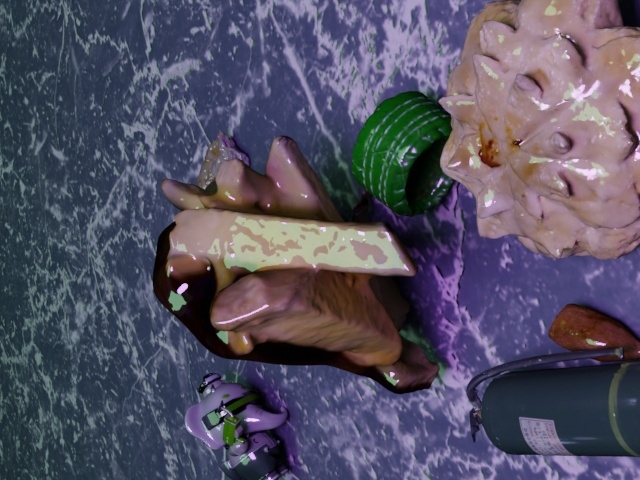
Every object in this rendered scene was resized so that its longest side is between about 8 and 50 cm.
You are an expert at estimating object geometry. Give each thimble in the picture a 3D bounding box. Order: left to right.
[{"bbox_3d":[0.101,-0.095,1.073,0.090,0.118,0.130,42,153,35],"label":"thimble"}]

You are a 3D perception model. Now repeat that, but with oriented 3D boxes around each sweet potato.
[{"bbox_3d":[0.286,0.099,0.936,0.117,0.049,0.049,19,113,38],"label":"sweet potato"}]

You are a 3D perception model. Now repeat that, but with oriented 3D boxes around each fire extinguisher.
[{"bbox_3d":[0.241,0.172,0.965,0.294,0.093,0.118,-17,110,54],"label":"fire extinguisher"}]

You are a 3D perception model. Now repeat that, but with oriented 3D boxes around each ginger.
[{"bbox_3d":[0.000,0.000,1.088,0.211,0.358,0.413,-61,23,21],"label":"ginger"}]

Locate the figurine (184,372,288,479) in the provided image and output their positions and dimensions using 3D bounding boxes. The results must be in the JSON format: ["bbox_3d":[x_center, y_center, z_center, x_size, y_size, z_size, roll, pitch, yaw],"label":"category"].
[{"bbox_3d":[-0.121,0.282,1.430,0.192,0.147,0.126,52,121,15],"label":"figurine"}]

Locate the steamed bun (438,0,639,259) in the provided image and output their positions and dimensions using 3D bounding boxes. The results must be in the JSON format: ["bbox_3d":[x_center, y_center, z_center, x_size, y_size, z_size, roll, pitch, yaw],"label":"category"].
[{"bbox_3d":[0.211,-0.105,0.877,0.295,0.137,0.292,41,140,42],"label":"steamed bun"}]

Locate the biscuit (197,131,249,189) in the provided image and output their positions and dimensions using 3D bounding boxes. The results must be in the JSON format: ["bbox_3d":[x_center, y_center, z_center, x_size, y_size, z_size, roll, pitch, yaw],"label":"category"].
[{"bbox_3d":[-0.151,-0.022,1.474,0.141,0.038,0.290,-2,94,53],"label":"biscuit"}]
